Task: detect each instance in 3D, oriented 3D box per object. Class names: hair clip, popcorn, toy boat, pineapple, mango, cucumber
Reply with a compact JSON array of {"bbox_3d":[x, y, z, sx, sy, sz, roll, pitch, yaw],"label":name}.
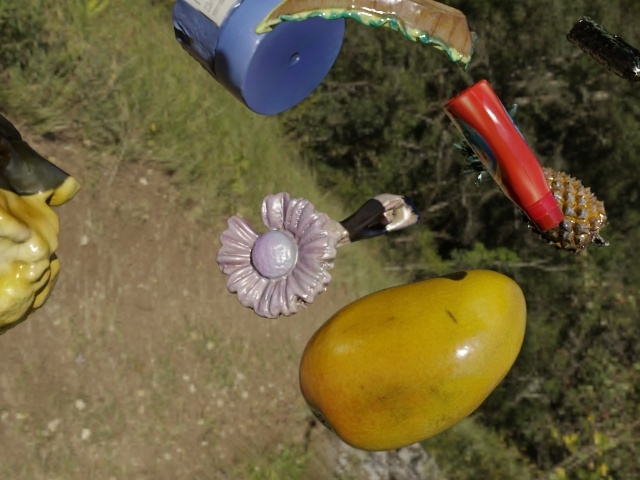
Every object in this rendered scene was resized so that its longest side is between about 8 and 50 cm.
[{"bbox_3d":[0.001,-0.004,1.209,0.069,0.300,0.173,84,-18,-68],"label":"hair clip"},{"bbox_3d":[-0.535,-0.020,1.106,0.344,0.389,0.354,-42,131,-81],"label":"popcorn"},{"bbox_3d":[0.066,-0.289,1.108,0.108,0.292,0.099,-103,-156,-63],"label":"toy boat"},{"bbox_3d":[0.262,-0.068,1.031,0.083,0.221,0.103,-39,165,-28],"label":"pineapple"},{"bbox_3d":[0.121,0.148,1.094,0.173,0.317,0.211,55,11,-34],"label":"mango"},{"bbox_3d":[0.448,-0.296,1.330,0.181,0.053,0.053,57,-9,41],"label":"cucumber"}]

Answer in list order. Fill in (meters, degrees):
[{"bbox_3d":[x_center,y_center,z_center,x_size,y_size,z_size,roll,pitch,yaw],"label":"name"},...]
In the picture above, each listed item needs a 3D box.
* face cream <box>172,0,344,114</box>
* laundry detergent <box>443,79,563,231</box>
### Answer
[{"bbox_3d":[-0.116,-0.392,1.561,0.249,0.225,0.249,-36,154,-20],"label":"face cream"},{"bbox_3d":[0.189,-0.082,0.868,0.165,0.049,0.097,56,2,-4],"label":"laundry detergent"}]
